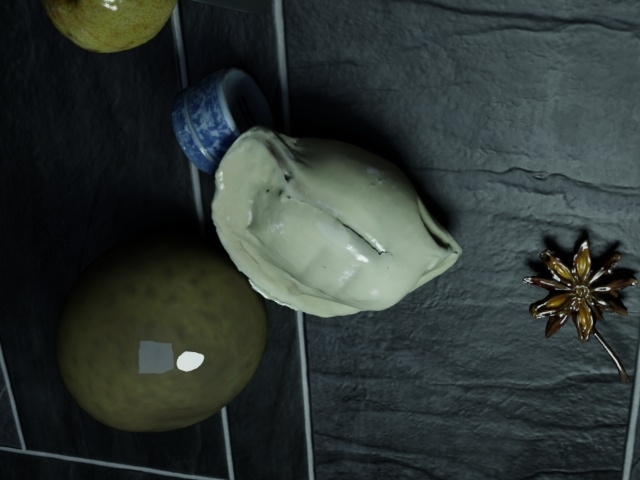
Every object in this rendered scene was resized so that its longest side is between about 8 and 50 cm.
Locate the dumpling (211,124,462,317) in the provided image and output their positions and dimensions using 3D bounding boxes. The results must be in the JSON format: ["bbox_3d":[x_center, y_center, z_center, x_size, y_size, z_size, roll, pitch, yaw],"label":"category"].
[{"bbox_3d":[0.000,0.000,1.355,0.395,0.233,0.315,31,121,-21],"label":"dumpling"}]

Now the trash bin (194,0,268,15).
[{"bbox_3d":[-0.148,-0.409,1.195,0.115,0.225,0.165,51,122,19],"label":"trash bin"}]

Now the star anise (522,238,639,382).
[{"bbox_3d":[0.403,0.109,1.385,0.177,0.073,0.234,2,100,7],"label":"star anise"}]

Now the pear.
[{"bbox_3d":[-0.312,-0.389,1.277,0.188,0.211,0.228,-8,112,23],"label":"pear"}]

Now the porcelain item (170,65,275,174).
[{"bbox_3d":[-0.154,-0.184,1.371,0.114,0.147,0.147,-21,108,27],"label":"porcelain item"}]

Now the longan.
[{"bbox_3d":[-0.263,0.158,1.493,0.361,0.361,0.361,7,118,14],"label":"longan"}]
